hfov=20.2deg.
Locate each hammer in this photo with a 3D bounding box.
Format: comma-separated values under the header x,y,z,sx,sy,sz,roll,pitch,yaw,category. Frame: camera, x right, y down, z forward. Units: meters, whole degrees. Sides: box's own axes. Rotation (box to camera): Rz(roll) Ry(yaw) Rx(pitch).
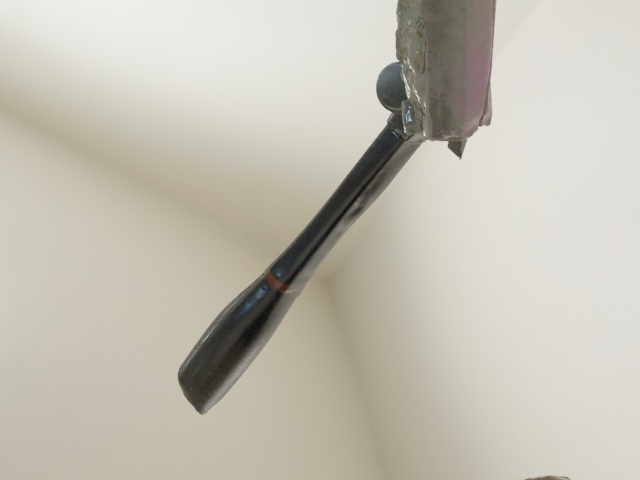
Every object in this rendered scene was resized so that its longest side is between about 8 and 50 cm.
x,y,z,sx,sy,sz,roll,pitch,yaw,category
0.000,0.000,1.179,0.037,0.290,0.137,45,-160,18,hammer

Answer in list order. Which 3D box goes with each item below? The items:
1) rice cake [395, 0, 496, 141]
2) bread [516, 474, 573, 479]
x,y,z,sx,sy,sz,roll,pitch,yaw,category
0.063,-0.156,0.841,0.055,0.270,0.049,-16,-137,-18,rice cake
0.139,0.275,1.084,0.195,0.176,0.246,-24,-81,-50,bread
